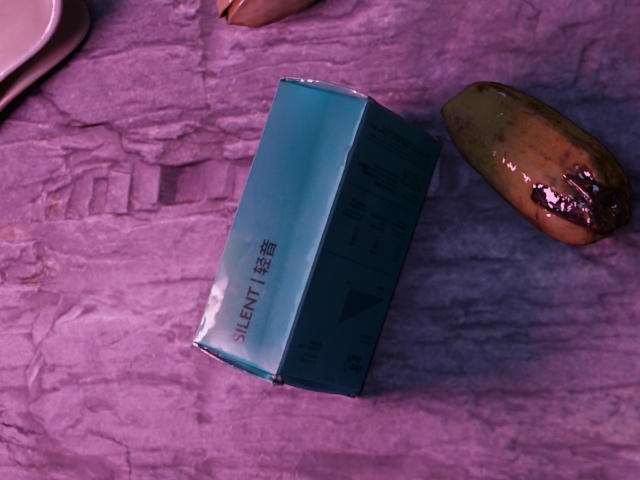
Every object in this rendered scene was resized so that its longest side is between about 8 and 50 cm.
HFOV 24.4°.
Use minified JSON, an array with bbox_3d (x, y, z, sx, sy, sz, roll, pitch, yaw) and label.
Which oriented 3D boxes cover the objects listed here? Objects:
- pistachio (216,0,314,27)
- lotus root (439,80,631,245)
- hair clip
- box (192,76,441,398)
[{"bbox_3d":[-0.045,-0.316,1.722,0.185,0.126,0.108,-42,96,20],"label":"pistachio"},{"bbox_3d":[0.230,-0.084,1.549,0.110,0.097,0.258,-47,56,4],"label":"lotus root"},{"bbox_3d":[-0.413,-0.253,1.902,0.282,0.113,0.172,-29,68,21],"label":"hair clip"},{"bbox_3d":[0.000,0.000,1.589,0.118,0.205,0.311,17,89,31],"label":"box"}]
